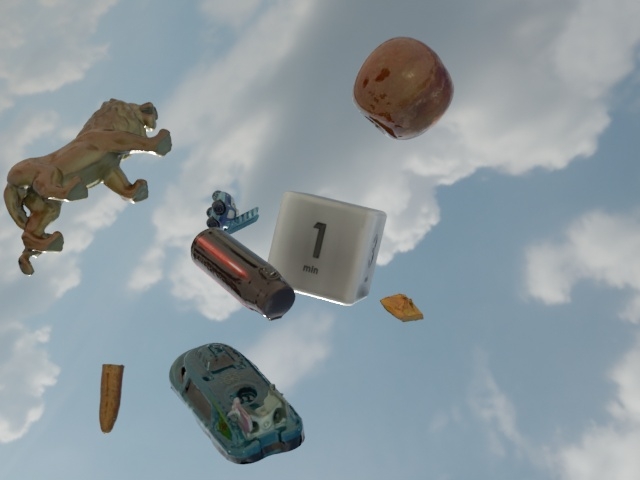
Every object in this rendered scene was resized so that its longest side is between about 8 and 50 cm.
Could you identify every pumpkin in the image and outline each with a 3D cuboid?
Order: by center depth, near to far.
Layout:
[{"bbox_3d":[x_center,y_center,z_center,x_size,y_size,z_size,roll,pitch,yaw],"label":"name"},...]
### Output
[{"bbox_3d":[0.190,0.151,1.807,0.073,0.101,0.035,53,-57,26],"label":"pumpkin"}]

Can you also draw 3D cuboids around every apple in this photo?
[{"bbox_3d":[0.151,-0.275,1.455,0.168,0.181,0.181,-52,-146,2],"label":"apple"}]

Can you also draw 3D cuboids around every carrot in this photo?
[{"bbox_3d":[-0.423,0.318,1.601,0.048,0.048,0.139,-5,-102,45],"label":"carrot"}]

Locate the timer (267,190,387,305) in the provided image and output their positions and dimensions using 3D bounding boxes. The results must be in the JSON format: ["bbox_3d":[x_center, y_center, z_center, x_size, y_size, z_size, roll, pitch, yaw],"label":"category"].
[{"bbox_3d":[0.014,0.012,1.646,0.194,0.192,0.195,13,-86,13],"label":"timer"}]

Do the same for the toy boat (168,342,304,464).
[{"bbox_3d":[-0.134,0.209,1.185,0.134,0.092,0.299,-15,-155,-27],"label":"toy boat"}]

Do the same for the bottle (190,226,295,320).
[{"bbox_3d":[-0.089,0.037,0.912,0.060,0.060,0.164,-51,-138,-6],"label":"bottle"}]

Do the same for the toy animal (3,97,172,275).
[{"bbox_3d":[-0.319,-0.099,1.072,0.157,0.097,0.312,30,-129,28],"label":"toy animal"}]

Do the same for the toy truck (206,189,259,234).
[{"bbox_3d":[-0.159,-0.047,1.442,0.056,0.090,0.073,-103,-149,-57],"label":"toy truck"}]
